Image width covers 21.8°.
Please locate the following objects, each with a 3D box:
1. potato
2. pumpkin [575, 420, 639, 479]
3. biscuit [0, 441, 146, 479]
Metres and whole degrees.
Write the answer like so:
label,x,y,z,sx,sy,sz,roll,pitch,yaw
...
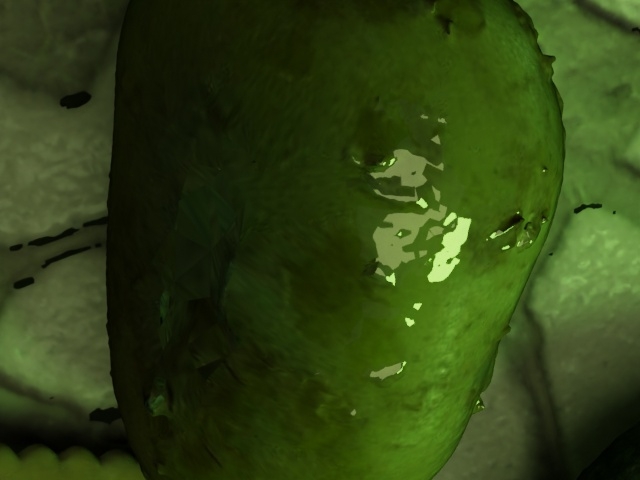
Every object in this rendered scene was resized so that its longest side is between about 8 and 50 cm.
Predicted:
label,x,y,z,sx,sy,sz,roll,pitch,yaw
potato,0.000,0.000,0.722,0.173,0.210,0.307,-21,130,-47
pumpkin,0.243,0.215,0.833,0.300,0.207,0.300,-2,102,-8
biscuit,-0.138,0.200,0.836,0.325,0.044,0.217,6,111,-20
